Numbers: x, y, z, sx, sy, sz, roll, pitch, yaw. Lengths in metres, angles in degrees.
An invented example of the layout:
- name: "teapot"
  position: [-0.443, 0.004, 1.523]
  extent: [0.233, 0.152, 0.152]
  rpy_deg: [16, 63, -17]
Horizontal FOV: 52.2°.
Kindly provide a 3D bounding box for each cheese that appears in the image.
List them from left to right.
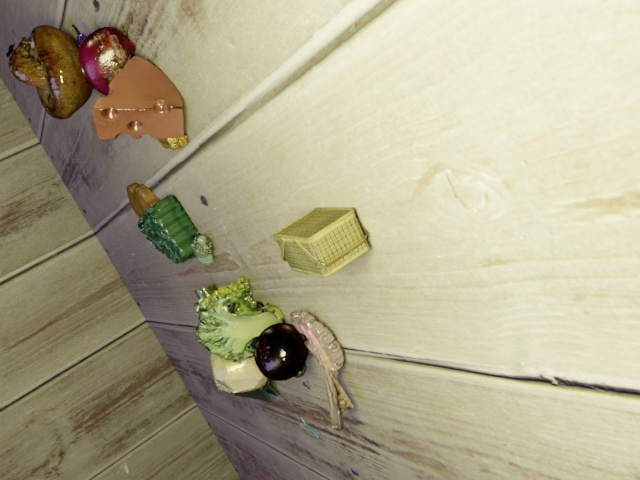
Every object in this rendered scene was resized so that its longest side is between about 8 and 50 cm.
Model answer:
- name: "cheese"
  position: [-0.405, -0.314, 1.546]
  extent: [0.177, 0.202, 0.128]
  rpy_deg: [21, 147, 3]

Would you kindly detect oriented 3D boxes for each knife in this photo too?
- name: "knife"
  position: [-0.037, 0.603, 2.093]
  extent: [0.096, 0.010, 0.027]
  rpy_deg: [39, 150, 35]

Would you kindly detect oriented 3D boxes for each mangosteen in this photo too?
- name: "mangosteen"
  position: [-0.093, 0.289, 1.681]
  extent: [0.152, 0.153, 0.152]
  rpy_deg: [43, 152, 30]

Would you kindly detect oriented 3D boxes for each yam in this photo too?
- name: "yam"
  position: [-0.340, 0.226, 2.140]
  extent: [0.179, 0.078, 0.078]
  rpy_deg: [59, 156, 0]

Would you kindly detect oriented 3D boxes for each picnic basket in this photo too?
- name: "picnic basket"
  position: [0.000, 0.000, 1.184]
  extent: [0.164, 0.115, 0.079]
  rpy_deg: [7, 127, 61]

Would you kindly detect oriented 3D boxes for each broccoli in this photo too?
- name: "broccoli"
  position: [-0.210, 0.204, 1.837]
  extent: [0.242, 0.273, 0.180]
  rpy_deg: [57, -158, -21]

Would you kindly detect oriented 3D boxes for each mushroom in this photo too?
- name: "mushroom"
  position: [-0.818, -0.525, 2.005]
  extent: [0.283, 0.195, 0.263]
  rpy_deg: [37, 145, 5]

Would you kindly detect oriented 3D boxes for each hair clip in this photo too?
- name: "hair clip"
  position: [0.015, 0.303, 1.567]
  extent: [0.173, 0.069, 0.300]
  rpy_deg: [-7, 102, 62]

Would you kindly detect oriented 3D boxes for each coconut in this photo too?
- name: "coconut"
  position: [-0.235, 0.375, 1.992]
  extent: [0.194, 0.194, 0.194]
  rpy_deg: [43, 152, 30]

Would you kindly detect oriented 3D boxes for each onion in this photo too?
- name: "onion"
  position: [-0.555, -0.455, 1.669]
  extent: [0.198, 0.135, 0.173]
  rpy_deg: [31, 142, 48]

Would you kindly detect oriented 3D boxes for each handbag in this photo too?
- name: "handbag"
  position: [-0.270, 0.427, 2.222]
  extent: [0.260, 0.079, 0.247]
  rpy_deg: [0, 121, 54]

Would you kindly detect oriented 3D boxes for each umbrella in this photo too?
- name: "umbrella"
  position: [-0.346, 0.028, 1.935]
  extent: [0.067, 0.062, 0.143]
  rpy_deg: [44, 156, 17]

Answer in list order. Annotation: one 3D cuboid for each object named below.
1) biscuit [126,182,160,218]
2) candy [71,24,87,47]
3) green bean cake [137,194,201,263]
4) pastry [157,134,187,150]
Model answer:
- name: "biscuit"
  position: [-0.573, -0.061, 2.274]
  extent: [0.376, 0.051, 0.269]
  rpy_deg: [39, 151, 35]
- name: "candy"
  position: [-0.595, -0.456, 1.803]
  extent: [0.275, 0.070, 0.145]
  rpy_deg: [57, 175, 4]
- name: "green bean cake"
  position: [-0.469, -0.016, 2.036]
  extent: [0.208, 0.107, 0.193]
  rpy_deg: [53, 145, -1]
- name: "pastry"
  position: [-0.391, -0.271, 1.672]
  extent: [0.140, 0.056, 0.080]
  rpy_deg: [6, 136, 58]
